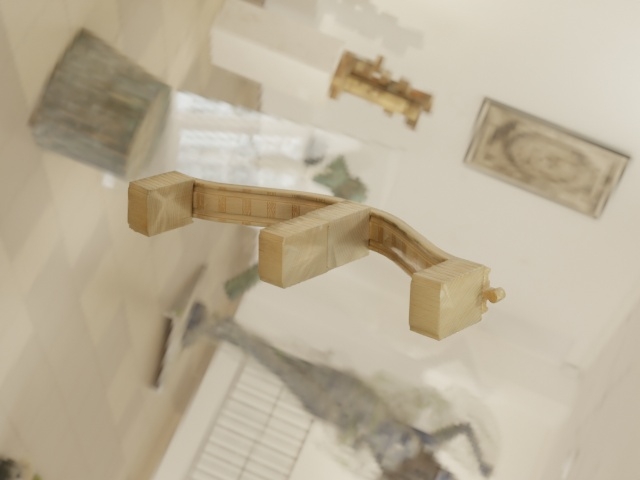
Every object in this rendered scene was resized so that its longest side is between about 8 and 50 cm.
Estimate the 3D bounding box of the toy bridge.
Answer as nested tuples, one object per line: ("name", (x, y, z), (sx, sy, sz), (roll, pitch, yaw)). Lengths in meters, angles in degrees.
("toy bridge", (0.000, 0.000, 0.519), (0.063, 0.188, 0.026), (-19, 118, -46))
